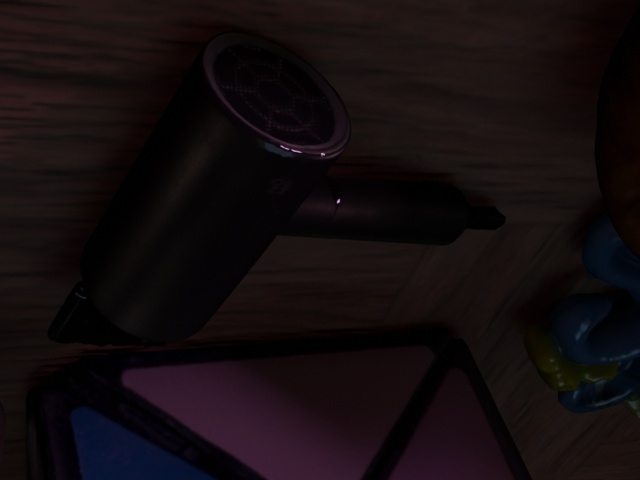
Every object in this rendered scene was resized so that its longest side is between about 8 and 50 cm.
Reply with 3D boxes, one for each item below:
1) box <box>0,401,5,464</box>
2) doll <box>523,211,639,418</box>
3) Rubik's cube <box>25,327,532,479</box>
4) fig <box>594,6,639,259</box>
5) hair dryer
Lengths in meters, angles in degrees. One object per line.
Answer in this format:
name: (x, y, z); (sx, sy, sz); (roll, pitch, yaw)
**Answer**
box: (-0.251, 0.093, 0.410); (0.166, 0.220, 0.290); (-3, 143, -1)
doll: (0.324, 0.042, 0.705); (0.341, 0.098, 0.346); (-37, 138, 19)
Rubik's cube: (-0.030, 0.265, 0.654); (0.310, 0.305, 0.307); (-2, 139, -22)
fig: (0.218, -0.077, 0.487); (0.148, 0.202, 0.149); (7, 149, 28)
hair dryer: (0.000, 0.000, 0.535); (0.248, 0.078, 0.195); (5, 139, -37)
